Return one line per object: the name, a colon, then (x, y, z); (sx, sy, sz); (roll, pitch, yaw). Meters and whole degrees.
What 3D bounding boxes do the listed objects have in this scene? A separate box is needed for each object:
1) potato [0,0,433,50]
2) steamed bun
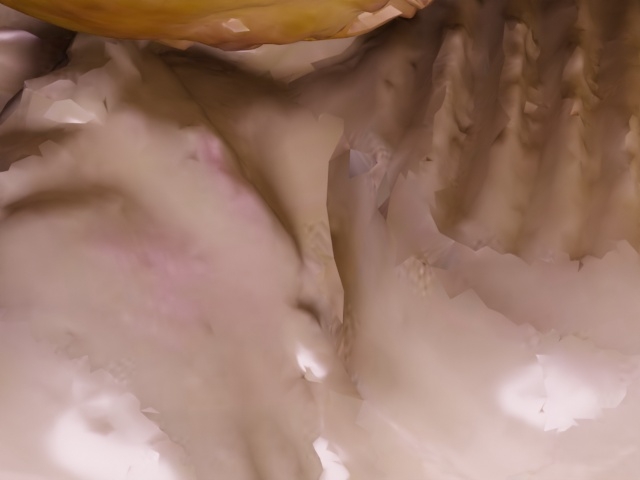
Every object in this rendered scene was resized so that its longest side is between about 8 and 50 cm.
potato: (-0.072, -0.157, 0.420); (0.300, 0.196, 0.246); (19, 150, 40)
steamed bun: (0.000, 0.000, 0.596); (0.352, 0.247, 0.339); (-3, -140, -14)
